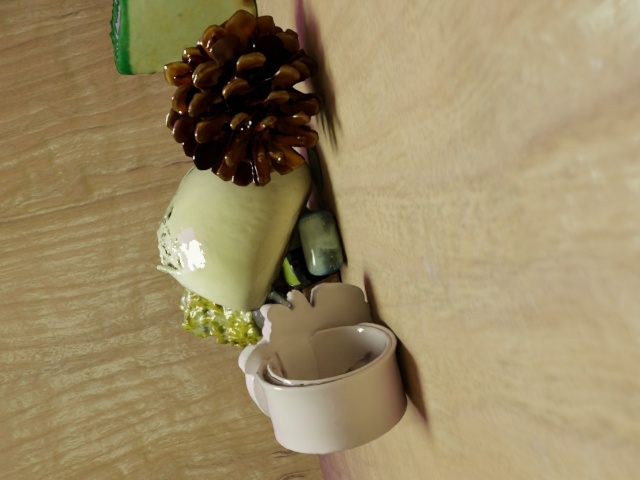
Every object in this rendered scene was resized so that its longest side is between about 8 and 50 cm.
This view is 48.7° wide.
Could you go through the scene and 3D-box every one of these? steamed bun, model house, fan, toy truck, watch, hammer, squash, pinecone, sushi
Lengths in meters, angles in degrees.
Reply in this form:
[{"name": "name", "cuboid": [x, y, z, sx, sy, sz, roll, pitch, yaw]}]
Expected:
[{"name": "steamed bun", "cuboid": [-0.160, -0.045, 1.320, 0.334, 0.232, 0.312, 127, 165, -88]}, {"name": "model house", "cuboid": [-0.334, -0.629, 1.613, 0.382, 0.334, 0.343, 102, 153, -50]}, {"name": "fan", "cuboid": [-0.007, -0.116, 1.332, 0.113, 0.005, 0.175, -120, 17, -63]}, {"name": "toy truck", "cuboid": [-0.008, 0.080, 1.436, 0.178, 0.080, 0.115, -123, 11, -62]}, {"name": "watch", "cuboid": [0.022, 0.174, 1.019, 0.231, 0.244, 0.196, 8, 116, 58]}, {"name": "hammer", "cuboid": [0.000, 0.000, 1.316, 0.194, 0.069, 0.116, -97, -7, -87]}, {"name": "squash", "cuboid": [-0.052, 0.000, 1.541, 0.095, 0.095, 0.188, -116, 16, -56]}, {"name": "pinecone", "cuboid": [-0.113, -0.201, 1.072, 0.264, 0.264, 0.264, 166, 90, -82]}, {"name": "sushi", "cuboid": [-0.186, 0.077, 1.713, 0.396, 0.240, 0.352, -44, -41, -75]}]

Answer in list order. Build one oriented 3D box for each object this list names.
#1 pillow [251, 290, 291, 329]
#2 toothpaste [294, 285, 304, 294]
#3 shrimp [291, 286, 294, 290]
[{"name": "pillow", "cuboid": [-0.016, 0.211, 1.337, 0.228, 0.101, 0.326, 60, 167, -15]}, {"name": "toothpaste", "cuboid": [-0.012, 0.245, 1.796, 0.098, 0.061, 0.392, 39, -159, -44]}, {"name": "shrimp", "cuboid": [-0.078, 0.098, 2.082, 0.185, 0.068, 0.287, 90, 175, -47]}]
